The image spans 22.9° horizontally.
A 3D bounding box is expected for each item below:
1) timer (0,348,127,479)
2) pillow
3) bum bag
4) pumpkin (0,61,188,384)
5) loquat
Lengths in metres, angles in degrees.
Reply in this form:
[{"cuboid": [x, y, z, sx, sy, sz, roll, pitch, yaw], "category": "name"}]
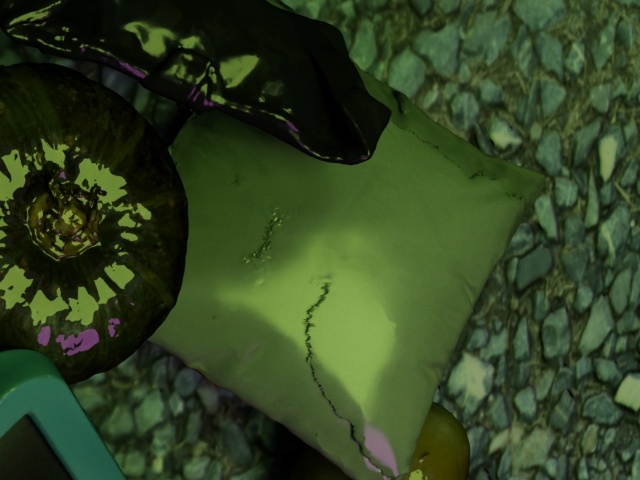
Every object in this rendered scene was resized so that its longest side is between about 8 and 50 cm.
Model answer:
[{"cuboid": [-0.231, 0.210, 1.006, 0.250, 0.091, 0.232, -37, 139, -13], "category": "timer"}, {"cuboid": [0.000, 0.000, 1.226, 0.312, 0.119, 0.310, 33, 68, -14], "category": "pillow"}, {"cuboid": [-0.087, -0.141, 1.123, 0.310, 0.074, 0.137, 20, 45, -22], "category": "bum bag"}, {"cuboid": [-0.195, -0.010, 1.052, 0.224, 0.157, 0.223, 3, 83, -27], "category": "pumpkin"}, {"cuboid": [0.044, 0.211, 1.312, 0.152, 0.152, 0.195, 34, 77, -40], "category": "loquat"}]
